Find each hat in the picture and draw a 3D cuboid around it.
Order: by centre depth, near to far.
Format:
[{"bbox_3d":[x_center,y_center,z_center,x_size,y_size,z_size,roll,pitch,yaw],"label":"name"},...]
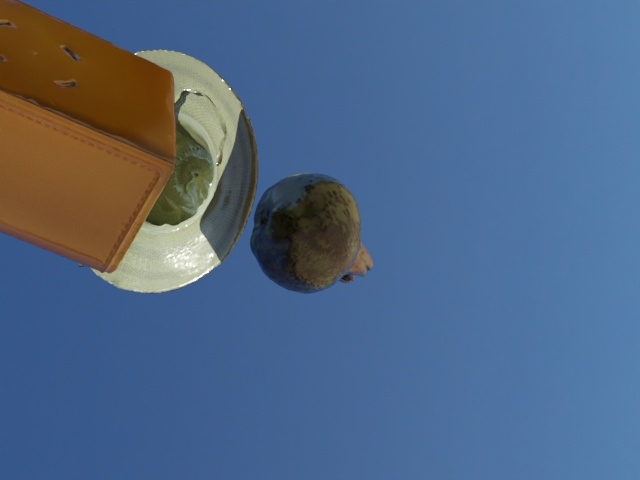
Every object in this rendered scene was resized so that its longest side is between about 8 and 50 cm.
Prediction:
[{"bbox_3d":[-0.152,-0.067,1.368,0.110,0.252,0.252,2,-96,-65],"label":"hat"}]

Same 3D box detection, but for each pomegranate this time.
[{"bbox_3d":[-0.012,0.002,1.453,0.163,0.125,0.138,71,-174,-51],"label":"pomegranate"}]

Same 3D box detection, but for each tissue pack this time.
[{"bbox_3d":[-0.281,-0.112,1.155,0.274,0.145,0.194,24,-152,-20],"label":"tissue pack"}]
